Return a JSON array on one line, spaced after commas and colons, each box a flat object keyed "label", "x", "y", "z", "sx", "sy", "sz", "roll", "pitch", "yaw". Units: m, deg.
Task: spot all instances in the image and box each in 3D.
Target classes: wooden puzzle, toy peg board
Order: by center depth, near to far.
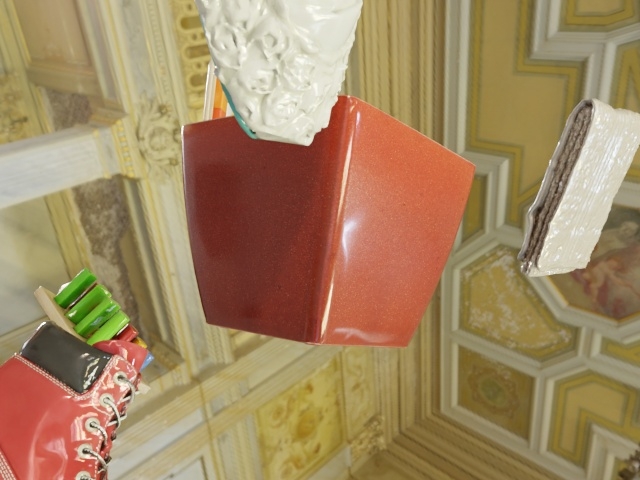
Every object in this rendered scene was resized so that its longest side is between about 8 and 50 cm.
[{"label": "toy peg board", "x": -0.316, "y": 0.129, "z": 0.861, "sx": 0.161, "sy": 0.079, "sz": 0.160, "roll": 39, "pitch": -11, "yaw": 34}, {"label": "wooden puzzle", "x": -0.228, "y": -0.288, "z": 1.339, "sx": 0.044, "sy": 0.221, "sz": 0.239, "roll": 11, "pitch": -89, "yaw": 4}]

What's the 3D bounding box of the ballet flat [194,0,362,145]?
[{"label": "ballet flat", "x": -0.028, "y": -0.263, "z": 0.393, "sx": 0.147, "sy": 0.147, "sz": 0.409, "roll": 10, "pitch": -63, "yaw": 46}]

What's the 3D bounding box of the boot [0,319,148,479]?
[{"label": "boot", "x": -0.153, "y": 0.171, "z": 0.393, "sx": 0.244, "sy": 0.176, "sz": 0.088, "roll": 40, "pitch": -24, "yaw": 12}]

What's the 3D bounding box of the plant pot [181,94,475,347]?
[{"label": "plant pot", "x": 0.000, "y": 0.000, "z": 0.689, "sx": 0.267, "sy": 0.267, "sz": 0.236, "roll": 1, "pitch": -98, "yaw": 41}]

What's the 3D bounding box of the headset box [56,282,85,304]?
[{"label": "headset box", "x": -0.527, "y": 0.135, "z": 1.212, "sx": 0.032, "sy": 0.083, "sz": 0.062, "roll": -19, "pitch": -49, "yaw": 34}]

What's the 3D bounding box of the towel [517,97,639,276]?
[{"label": "towel", "x": 0.412, "y": -0.075, "z": 0.911, "sx": 0.049, "sy": 0.187, "sz": 0.282, "roll": 34, "pitch": -63, "yaw": 43}]
